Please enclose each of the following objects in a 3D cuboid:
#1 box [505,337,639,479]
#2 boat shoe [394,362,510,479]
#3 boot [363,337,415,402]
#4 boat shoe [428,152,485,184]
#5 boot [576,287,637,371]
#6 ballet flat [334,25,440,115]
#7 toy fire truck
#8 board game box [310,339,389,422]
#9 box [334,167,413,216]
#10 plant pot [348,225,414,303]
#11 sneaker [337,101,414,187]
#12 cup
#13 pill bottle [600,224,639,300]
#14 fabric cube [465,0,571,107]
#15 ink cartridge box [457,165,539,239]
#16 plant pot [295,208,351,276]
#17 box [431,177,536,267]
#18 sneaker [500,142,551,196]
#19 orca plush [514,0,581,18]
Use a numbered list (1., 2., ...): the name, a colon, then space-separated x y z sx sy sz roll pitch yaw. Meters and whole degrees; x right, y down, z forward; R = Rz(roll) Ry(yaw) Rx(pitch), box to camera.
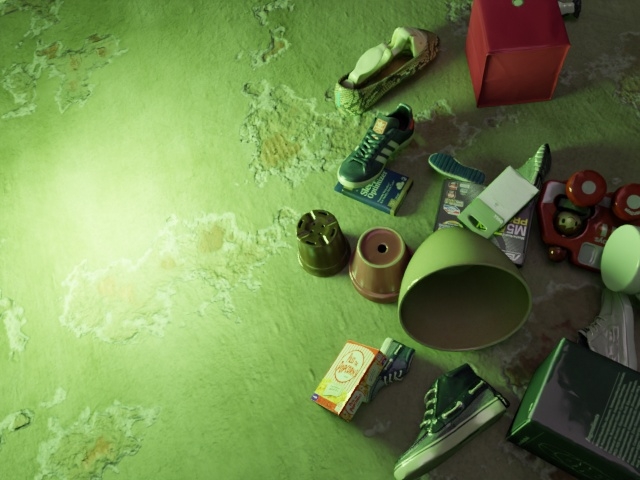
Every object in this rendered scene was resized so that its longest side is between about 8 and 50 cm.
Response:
1. box: 0.663 0.435 1.227 0.395 0.293 0.212 25 69 19
2. boat shoe: 0.296 0.454 1.381 0.340 0.127 0.158 -29 56 -15
3. boot: 0.182 0.356 1.463 0.086 0.069 0.190 19 67 23
4. boat shoe: 0.420 -0.209 1.713 0.183 0.066 0.066 30 74 15
5. boot: 0.736 0.231 1.427 0.123 0.095 0.258 4 65 3
6. ballet flat: 0.240 -0.619 1.882 0.482 0.182 0.164 -40 64 -12
7. toy fire truck: 0.753 -0.043 1.527 0.302 0.169 0.254 18 86 6
8. board game box: 0.075 0.365 1.442 0.193 0.045 0.146 -54 25 -19
9. box: 0.166 -0.178 1.755 0.225 0.036 0.136 24 69 20
10. plant pot: 0.175 0.055 1.554 0.201 0.180 0.201 -4 62 7
11. sneaker: 0.175 -0.312 1.724 0.131 0.148 0.350 30 60 22
12. cup: 0.362 0.101 1.455 0.331 0.331 0.237 -5 40 6
13. pill bottle: 0.923 0.082 1.371 0.362 0.210 0.210 12 65 -2
14. fabric cube: 0.628 -0.626 1.784 0.254 0.259 0.258 -3 63 6
15. ink cartridge box: 0.498 -0.097 1.543 0.209 0.062 0.109 -44 74 0
16. plant pot: 0.000 0.000 1.617 0.166 0.165 0.167 -4 62 7
17. box: 0.473 -0.052 1.603 0.270 0.060 0.216 12 80 14
18. sneaker: 0.624 -0.219 1.683 0.132 0.086 0.229 -1 39 38
19. orca plush: 0.781 -0.860 1.970 0.287 0.151 0.102 -6 32 8
